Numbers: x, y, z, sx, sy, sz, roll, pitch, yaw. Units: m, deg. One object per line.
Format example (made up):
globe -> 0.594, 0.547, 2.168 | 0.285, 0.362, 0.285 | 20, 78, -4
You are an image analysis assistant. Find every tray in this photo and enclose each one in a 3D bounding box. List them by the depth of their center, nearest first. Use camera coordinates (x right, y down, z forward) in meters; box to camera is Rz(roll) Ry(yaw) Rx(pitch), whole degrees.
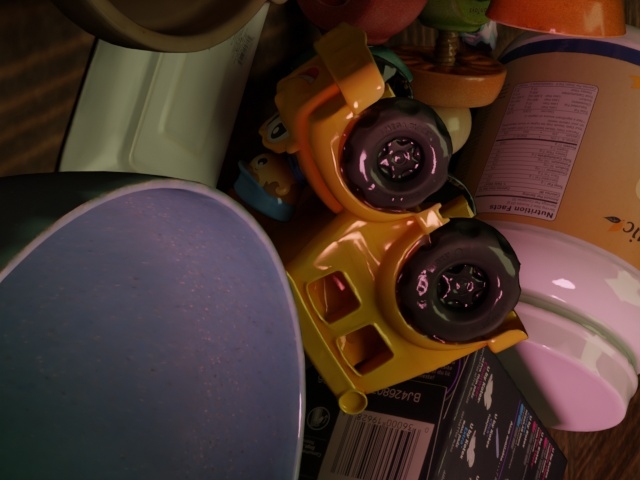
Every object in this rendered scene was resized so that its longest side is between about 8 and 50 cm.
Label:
tray -> -0.075, -0.134, 0.837 | 0.145, 0.030, 0.270 | 35, 68, -59

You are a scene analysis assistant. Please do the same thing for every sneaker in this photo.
sneaker -> 0.137, -0.215, 1.187 | 0.098, 0.038, 0.069 | 33, 67, -69

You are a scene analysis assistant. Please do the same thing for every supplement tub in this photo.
supplement tub -> 0.221, -0.012, 1.194 | 0.228, 0.228, 0.316 | 55, 51, -52

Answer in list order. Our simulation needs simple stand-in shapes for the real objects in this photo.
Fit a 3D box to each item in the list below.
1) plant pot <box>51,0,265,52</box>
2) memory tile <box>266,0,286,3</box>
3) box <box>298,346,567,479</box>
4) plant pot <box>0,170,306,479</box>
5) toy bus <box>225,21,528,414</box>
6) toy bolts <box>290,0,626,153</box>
plant pot -> -0.107, -0.216, 0.675 | 0.237, 0.109, 0.237 | -27, 122, -56
memory tile -> -0.047, -0.213, 0.820 | 0.113, 0.012, 0.148 | -29, 123, -55
box -> 0.071, 0.175, 1.046 | 0.270, 0.165, 0.143 | 50, 54, -53
plant pot -> -0.162, 0.100, 0.573 | 0.290, 0.195, 0.290 | -34, 130, -54
toy bus -> 0.000, 0.000, 0.870 | 0.220, 0.211, 0.149 | 60, 5, -23
toy bolts -> 0.089, -0.117, 0.985 | 0.228, 0.218, 0.158 | -10, 114, -41
